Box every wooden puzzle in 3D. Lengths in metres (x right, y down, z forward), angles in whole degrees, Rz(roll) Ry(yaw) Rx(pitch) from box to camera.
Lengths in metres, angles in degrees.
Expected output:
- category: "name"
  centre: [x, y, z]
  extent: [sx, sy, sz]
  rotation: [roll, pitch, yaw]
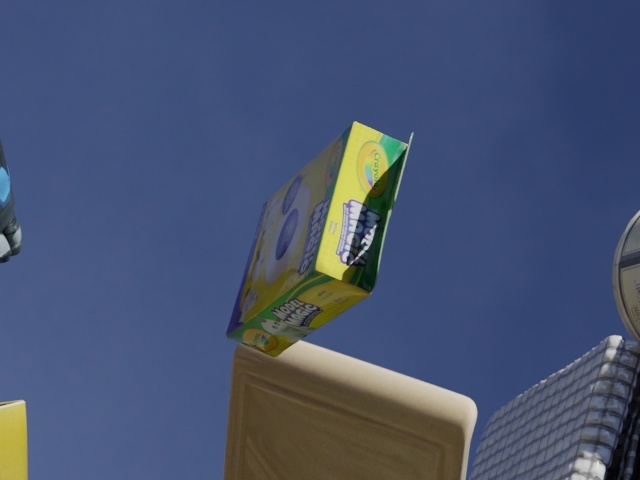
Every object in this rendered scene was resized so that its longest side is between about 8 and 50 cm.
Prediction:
- category: "wooden puzzle"
  centre: [0.014, 0.205, 1.187]
  extent: [0.221, 0.044, 0.238]
  rotation: [16, -78, 37]

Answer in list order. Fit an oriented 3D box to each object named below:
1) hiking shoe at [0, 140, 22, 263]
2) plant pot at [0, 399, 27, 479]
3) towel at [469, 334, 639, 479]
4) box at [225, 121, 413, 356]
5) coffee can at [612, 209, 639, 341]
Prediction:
- category: "hiking shoe"
  centre: [-0.363, -0.022, 1.431]
  extent: [0.113, 0.304, 0.132]
  rotation: [0, -76, 8]
- category: "plant pot"
  centre: [-0.281, 0.203, 0.830]
  extent: [0.212, 0.212, 0.187]
  rotation: [-11, -89, 32]
- category: "towel"
  centre: [0.240, 0.242, 1.531]
  extent: [0.121, 0.235, 0.283]
  rotation: [28, -34, -10]
- category: "box"
  centre: [0.000, 0.000, 0.981]
  extent: [0.043, 0.105, 0.179]
  rotation: [23, -26, -17]
- category: "coffee can"
  centre: [0.433, 0.023, 1.537]
  extent: [0.201, 0.201, 0.275]
  rotation: [53, -17, -3]
